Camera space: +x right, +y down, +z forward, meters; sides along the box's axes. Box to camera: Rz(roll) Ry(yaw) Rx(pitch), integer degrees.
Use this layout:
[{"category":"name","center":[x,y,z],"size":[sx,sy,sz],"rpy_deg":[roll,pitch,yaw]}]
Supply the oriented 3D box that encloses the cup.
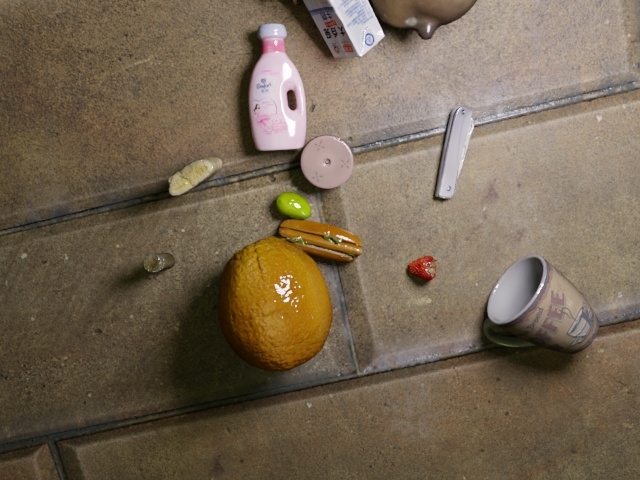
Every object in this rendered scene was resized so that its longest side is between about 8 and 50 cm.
[{"category":"cup","center":[0.618,0.226,1.669],"size":[0.257,0.227,0.301],"rpy_deg":[36,128,-9]}]

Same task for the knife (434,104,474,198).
[{"category":"knife","center":[0.381,-0.249,1.658],"size":[0.073,0.040,0.266],"rpy_deg":[9,100,-12]}]

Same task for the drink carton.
[{"category":"drink carton","center":[0.029,-0.623,1.488],"size":[0.106,0.130,0.315],"rpy_deg":[-43,122,-14]}]

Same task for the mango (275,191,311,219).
[{"category":"mango","center":[-0.076,-0.098,1.681],"size":[0.108,0.056,0.073],"rpy_deg":[30,72,-3]}]

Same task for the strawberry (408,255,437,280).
[{"category":"strawberry","center":[0.300,0.080,1.712],"size":[0.083,0.073,0.073],"rpy_deg":[0,102,38]}]

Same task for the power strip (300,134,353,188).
[{"category":"power strip","center":[0.017,-0.220,1.649],"size":[0.154,0.078,0.154],"rpy_deg":[0,103,0]}]

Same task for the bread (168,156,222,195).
[{"category":"bread","center":[-0.344,-0.183,1.612],"size":[0.139,0.178,0.060],"rpy_deg":[-33,99,4]}]

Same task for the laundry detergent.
[{"category":"laundry detergent","center":[-0.122,-0.418,1.612],"size":[0.159,0.088,0.335],"rpy_deg":[-3,100,-3]}]

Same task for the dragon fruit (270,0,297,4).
[{"category":"dragon fruit","center":[-0.107,-0.732,1.533],"size":[0.262,0.134,0.211],"rpy_deg":[-17,118,-32]}]

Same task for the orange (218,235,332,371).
[{"category":"orange","center":[-0.127,0.169,1.599],"size":[0.322,0.322,0.357],"rpy_deg":[-11,94,3]}]

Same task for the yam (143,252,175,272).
[{"category":"yam","center":[-0.460,0.062,1.683],"size":[0.054,0.132,0.054],"rpy_deg":[0,92,5]}]

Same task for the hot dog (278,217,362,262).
[{"category":"hot dog","center":[0.000,0.000,1.694],"size":[0.249,0.068,0.100],"rpy_deg":[13,101,-1]}]

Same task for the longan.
[{"category":"longan","center":[0.263,-0.664,1.486],"size":[0.300,0.243,0.300],"rpy_deg":[4,103,18]}]
